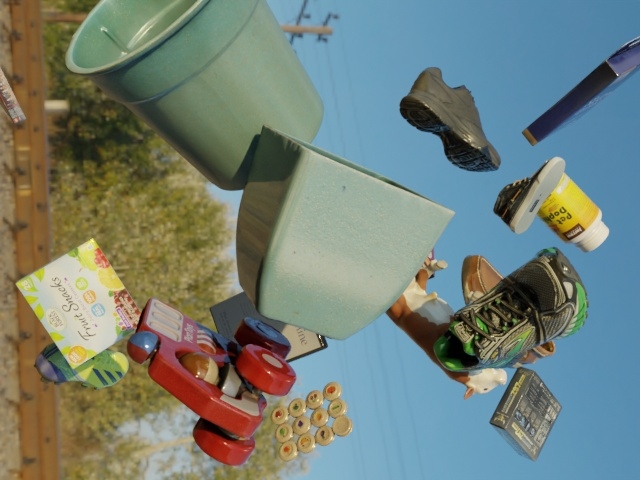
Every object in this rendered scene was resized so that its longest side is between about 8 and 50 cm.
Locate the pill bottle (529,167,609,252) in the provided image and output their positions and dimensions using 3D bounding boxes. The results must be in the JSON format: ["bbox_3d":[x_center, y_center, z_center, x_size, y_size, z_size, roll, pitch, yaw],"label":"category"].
[{"bbox_3d":[0.584,-0.073,1.825,0.215,0.117,0.117,43,-15,-8],"label":"pill bottle"}]

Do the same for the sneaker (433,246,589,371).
[{"bbox_3d":[0.304,0.135,1.245,0.134,0.146,0.343,64,-31,25],"label":"sneaker"}]

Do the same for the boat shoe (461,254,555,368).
[{"bbox_3d":[0.393,0.142,1.578,0.324,0.120,0.122,51,40,-36],"label":"boat shoe"}]

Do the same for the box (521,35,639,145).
[{"bbox_3d":[0.437,-0.242,1.222,0.036,0.136,0.225,54,-41,9],"label":"box"}]

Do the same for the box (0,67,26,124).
[{"bbox_3d":[-0.599,-0.293,1.418,0.094,0.027,0.137,48,-21,28],"label":"box"}]

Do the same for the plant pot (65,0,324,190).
[{"bbox_3d":[-0.183,-0.280,1.289,0.334,0.341,0.341,51,8,-38],"label":"plant pot"}]

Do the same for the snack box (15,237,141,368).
[{"bbox_3d":[-0.484,0.126,1.554,0.207,0.174,0.070,61,-16,-9],"label":"snack box"}]

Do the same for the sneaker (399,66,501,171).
[{"bbox_3d":[0.292,-0.248,1.589,0.109,0.286,0.130,-1,-122,50],"label":"sneaker"}]

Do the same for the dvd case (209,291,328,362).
[{"bbox_3d":[-0.115,0.184,1.635,0.253,0.022,0.180,-26,-100,30],"label":"dvd case"}]

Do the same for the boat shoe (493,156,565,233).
[{"bbox_3d":[0.431,-0.109,1.604,0.083,0.065,0.183,49,-60,39],"label":"boat shoe"}]

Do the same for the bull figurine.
[{"bbox_3d":[0.236,0.161,1.483,0.310,0.101,0.188,38,-50,32],"label":"bull figurine"}]

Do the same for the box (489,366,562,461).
[{"bbox_3d":[0.572,0.482,2.121,0.059,0.232,0.183,13,-115,46],"label":"box"}]

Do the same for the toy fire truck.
[{"bbox_3d":[-0.190,0.204,1.230,0.169,0.254,0.302,-59,-168,8],"label":"toy fire truck"}]

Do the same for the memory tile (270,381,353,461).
[{"bbox_3d":[-0.018,0.324,1.372,0.012,0.148,0.113,52,15,-46],"label":"memory tile"}]

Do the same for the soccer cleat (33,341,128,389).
[{"bbox_3d":[-0.535,0.282,1.798,0.093,0.121,0.289,53,14,24],"label":"soccer cleat"}]

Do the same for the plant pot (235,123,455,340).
[{"bbox_3d":[0.000,0.000,1.156,0.252,0.248,0.247,-65,-157,8],"label":"plant pot"}]

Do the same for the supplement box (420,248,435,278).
[{"bbox_3d":[0.198,0.006,1.701,0.104,0.081,0.188,59,22,-25],"label":"supplement box"}]
